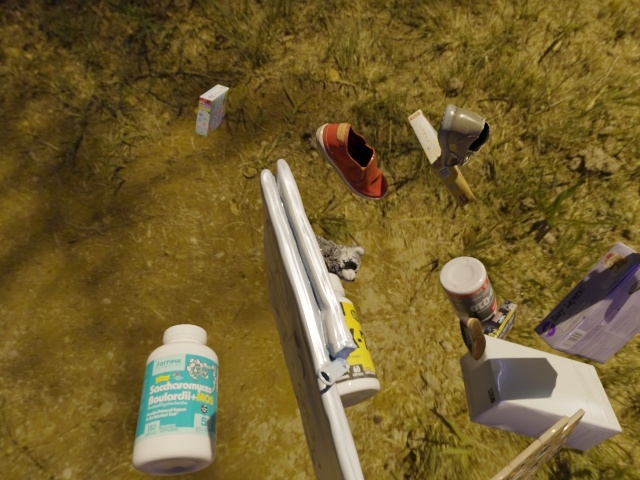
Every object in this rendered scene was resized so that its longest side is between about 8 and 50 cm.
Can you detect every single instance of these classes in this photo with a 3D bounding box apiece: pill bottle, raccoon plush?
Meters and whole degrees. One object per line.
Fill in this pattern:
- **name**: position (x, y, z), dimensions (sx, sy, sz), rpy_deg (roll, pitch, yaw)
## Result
- **pill bottle**: position (0.014, 0.169, 0.714), dimensions (0.119, 0.119, 0.209), rpy_deg (-23, 58, 8)
- **raccoon plush**: position (0.000, 0.000, 1.830), dimensions (0.216, 0.299, 0.447), rpy_deg (-32, 83, 51)
- **pill bottle**: position (0.555, 0.204, 1.553), dimensions (0.161, 0.283, 0.161), rpy_deg (-20, 41, 19)
- **pill bottle**: position (-0.278, 0.305, 0.835), dimensions (0.146, 0.146, 0.264), rpy_deg (-18, 49, 9)

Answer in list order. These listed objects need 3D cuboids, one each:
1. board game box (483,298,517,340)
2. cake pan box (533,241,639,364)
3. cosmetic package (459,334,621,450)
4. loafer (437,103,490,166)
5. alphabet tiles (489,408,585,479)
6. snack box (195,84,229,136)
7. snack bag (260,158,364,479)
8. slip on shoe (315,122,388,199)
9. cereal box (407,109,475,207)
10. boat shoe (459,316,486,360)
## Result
- **board game box**: position (0.641, 0.318, 1.511), dimensions (0.048, 0.141, 0.170), rpy_deg (28, 59, 34)
- **cake pan box**: position (0.634, 0.154, 0.924), dimensions (0.267, 0.245, 0.070), rpy_deg (-58, 32, 21)
- **cosmetic package**: position (0.629, 0.447, 1.237), dimensions (0.384, 0.156, 0.217), rpy_deg (17, 41, -5)
- **loafer**: position (0.300, -0.202, 0.871), dimensions (0.087, 0.251, 0.095), rpy_deg (19, 96, 21)
- **alphabet tiles**: position (0.278, 0.400, 0.662), dimensions (0.342, 0.285, 0.011), rpy_deg (-30, 47, -15)
- **snack box**: position (-0.289, -0.350, 1.127), dimensions (0.037, 0.141, 0.100), rpy_deg (17, 123, -2)
- **snack bag**: position (-0.006, 0.144, 0.439), dimensions (0.037, 0.323, 0.343), rpy_deg (-13, 66, -12)
- **slip on shoe**: position (0.116, -0.217, 1.199), dimensions (0.101, 0.331, 0.123), rpy_deg (-3, 62, 36)
- **cereal box**: position (0.319, -0.222, 1.118), dimensions (0.047, 0.173, 0.240), rpy_deg (-32, 43, 23)
- **boat shoe**: position (0.414, 0.263, 1.147), dimensions (0.056, 0.152, 0.049), rpy_deg (-33, 33, -23)
